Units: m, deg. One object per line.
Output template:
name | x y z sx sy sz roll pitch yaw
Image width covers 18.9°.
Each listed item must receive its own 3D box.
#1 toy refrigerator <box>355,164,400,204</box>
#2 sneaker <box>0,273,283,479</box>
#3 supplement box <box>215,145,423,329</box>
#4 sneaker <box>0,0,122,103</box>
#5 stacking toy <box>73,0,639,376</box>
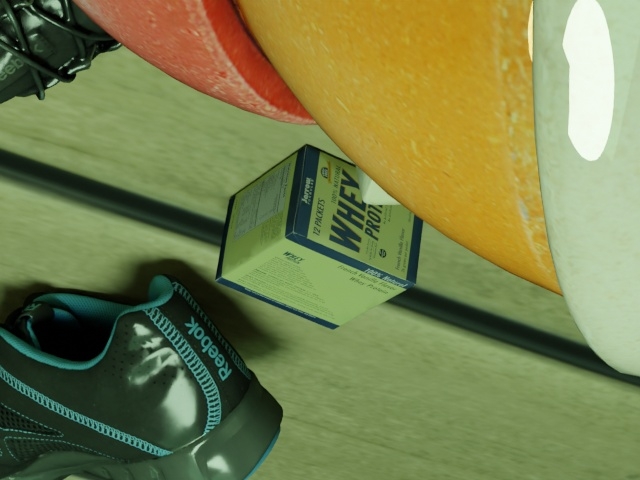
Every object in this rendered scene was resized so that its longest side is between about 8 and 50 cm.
toy refrigerator | 0.149 -0.084 0.776 0.270 0.102 0.094 -2 153 -10
sneaker | -0.184 0.093 1.270 0.341 0.125 0.139 -10 120 34
supplement box | 0.000 0.000 1.077 0.083 0.056 0.083 23 148 -26
sneaker | -0.098 -0.121 0.806 0.286 0.130 0.109 -10 145 27
stacking toy | -0.049 -0.175 0.576 0.480 0.350 0.350 13 155 23
